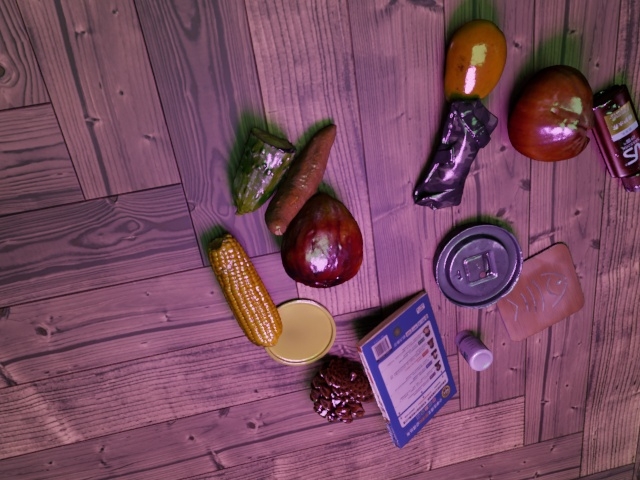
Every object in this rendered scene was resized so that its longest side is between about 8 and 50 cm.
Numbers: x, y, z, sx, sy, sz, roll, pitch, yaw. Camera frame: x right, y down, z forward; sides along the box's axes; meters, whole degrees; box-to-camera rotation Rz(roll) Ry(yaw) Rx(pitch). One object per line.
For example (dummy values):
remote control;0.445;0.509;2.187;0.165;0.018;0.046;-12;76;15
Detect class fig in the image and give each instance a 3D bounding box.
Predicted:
fig;0.002;0.012;1.316;0.223;0.224;0.263;1;111;-11

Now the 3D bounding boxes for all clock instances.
clock;0.480;0.077;1.501;0.280;0.055;0.281;-2;110;-7

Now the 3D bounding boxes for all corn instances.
corn;-0.208;0.149;1.377;0.120;0.120;0.363;-22;108;-1

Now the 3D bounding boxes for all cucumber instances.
cucumber;-0.165;-0.162;1.267;0.134;0.134;0.244;21;114;-17

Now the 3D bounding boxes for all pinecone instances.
pinecone;0.058;0.478;1.521;0.207;0.208;0.208;-4;112;-9

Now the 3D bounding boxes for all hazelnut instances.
hazelnut;0.616;-0.332;1.292;0.217;0.217;0.252;-1;112;-10

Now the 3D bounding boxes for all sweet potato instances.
sweet potato;-0.048;-0.154;1.277;0.092;0.114;0.342;31;72;-6

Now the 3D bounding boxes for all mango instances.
mango;0.396;-0.448;1.253;0.151;0.120;0.221;-1;119;-2

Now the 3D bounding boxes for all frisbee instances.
frisbee;-0.066;0.287;1.513;0.235;0.017;0.236;-4;112;-9

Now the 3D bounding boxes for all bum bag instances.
bum bag;0.370;-0.227;1.337;0.144;0.095;0.341;5;124;-16

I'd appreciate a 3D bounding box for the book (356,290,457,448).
book;0.287;0.412;1.547;0.300;0.039;0.428;-33;116;-27

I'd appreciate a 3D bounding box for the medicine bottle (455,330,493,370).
medicine bottle;0.493;0.353;1.579;0.080;0.130;0.080;-4;111;-10

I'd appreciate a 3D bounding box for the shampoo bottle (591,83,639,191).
shampoo bottle;0.879;-0.285;1.424;0.129;0.084;0.323;-33;114;7

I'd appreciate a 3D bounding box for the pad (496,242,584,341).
pad;0.720;0.177;1.611;0.284;0.018;0.287;-28;114;2
